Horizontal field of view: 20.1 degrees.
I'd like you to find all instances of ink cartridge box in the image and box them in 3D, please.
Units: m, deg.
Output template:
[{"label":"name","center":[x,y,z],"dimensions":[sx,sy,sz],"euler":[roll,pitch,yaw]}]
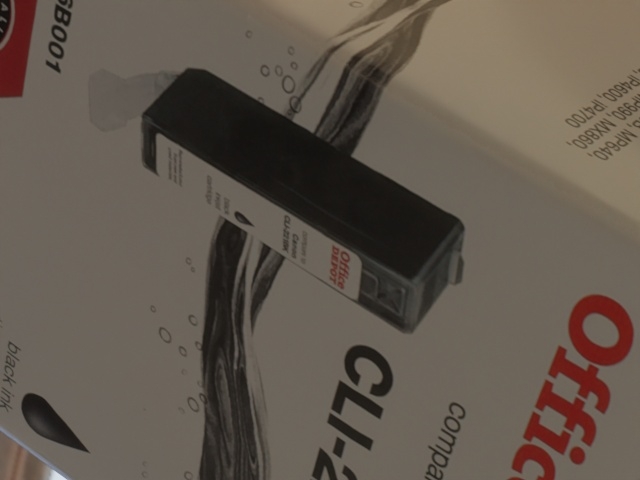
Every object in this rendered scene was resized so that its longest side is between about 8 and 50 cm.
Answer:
[{"label":"ink cartridge box","center":[0.000,0.000,0.537],"dimensions":[0.273,0.197,0.114],"euler":[32,-141,21]}]
